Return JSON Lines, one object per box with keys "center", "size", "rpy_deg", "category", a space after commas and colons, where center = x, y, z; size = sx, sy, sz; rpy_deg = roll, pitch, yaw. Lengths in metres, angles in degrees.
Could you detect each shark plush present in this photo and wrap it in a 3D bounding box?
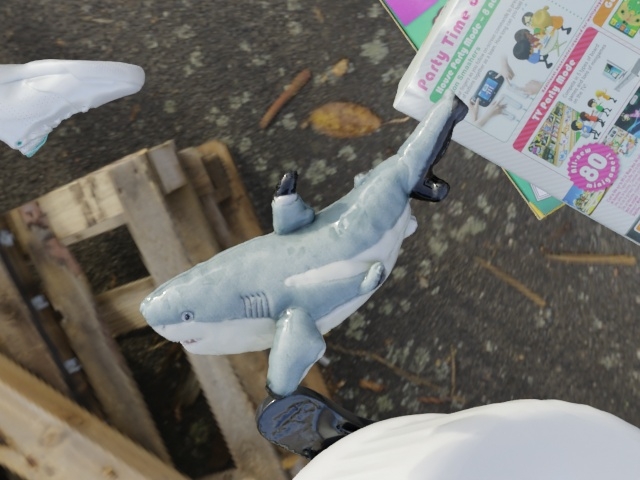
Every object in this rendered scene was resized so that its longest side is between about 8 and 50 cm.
{"center": [0.000, 0.000, 0.428], "size": [0.161, 0.073, 0.067], "rpy_deg": [-39, 109, 22], "category": "shark plush"}

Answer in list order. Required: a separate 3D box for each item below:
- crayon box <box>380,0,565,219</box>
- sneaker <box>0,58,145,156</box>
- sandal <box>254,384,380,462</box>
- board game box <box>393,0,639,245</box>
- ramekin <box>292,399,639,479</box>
{"center": [0.207, -0.241, 1.234], "size": [0.106, 0.313, 0.363], "rpy_deg": [-34, 101, 23], "category": "crayon box"}
{"center": [-0.279, -0.131, 0.999], "size": [0.212, 0.080, 0.094], "rpy_deg": [-8, 98, -15], "category": "sneaker"}
{"center": [0.024, 0.162, 0.751], "size": [0.179, 0.040, 0.067], "rpy_deg": [31, 109, -36], "category": "sandal"}
{"center": [0.236, -0.118, 0.685], "size": [0.303, 0.097, 0.224], "rpy_deg": [30, 111, -3], "category": "board game box"}
{"center": [0.103, 0.217, 0.528], "size": [0.277, 0.277, 0.135], "rpy_deg": [49, 147, 0], "category": "ramekin"}
